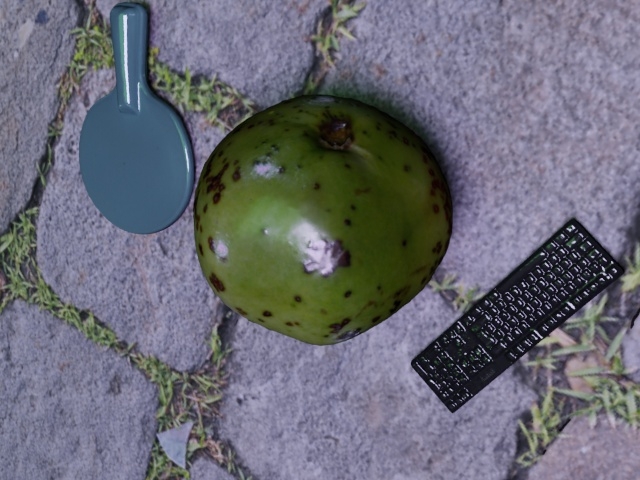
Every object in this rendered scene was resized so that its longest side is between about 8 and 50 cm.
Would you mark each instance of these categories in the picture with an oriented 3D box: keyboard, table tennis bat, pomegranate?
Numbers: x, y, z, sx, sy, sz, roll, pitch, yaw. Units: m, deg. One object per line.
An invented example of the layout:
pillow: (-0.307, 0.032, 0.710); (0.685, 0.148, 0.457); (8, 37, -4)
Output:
keyboard: (0.164, 0.070, 0.667); (0.061, 0.013, 0.204); (49, 118, 13)
table tennis bat: (-0.200, -0.125, 0.815); (0.152, 0.040, 0.244); (9, 108, 26)
pomegranate: (0.000, 0.000, 0.657); (0.214, 0.214, 0.248); (34, 149, 19)
